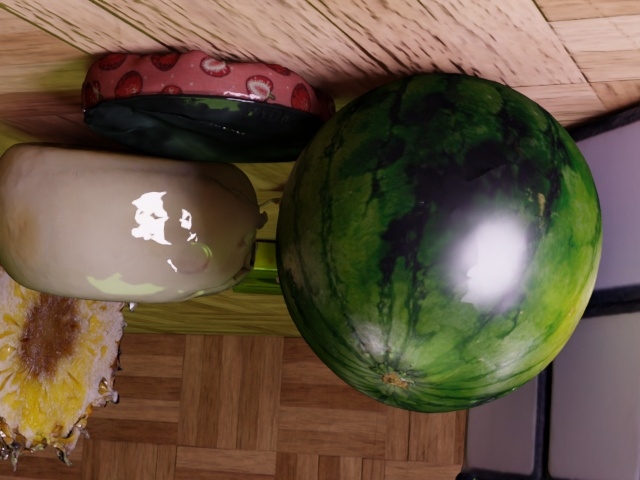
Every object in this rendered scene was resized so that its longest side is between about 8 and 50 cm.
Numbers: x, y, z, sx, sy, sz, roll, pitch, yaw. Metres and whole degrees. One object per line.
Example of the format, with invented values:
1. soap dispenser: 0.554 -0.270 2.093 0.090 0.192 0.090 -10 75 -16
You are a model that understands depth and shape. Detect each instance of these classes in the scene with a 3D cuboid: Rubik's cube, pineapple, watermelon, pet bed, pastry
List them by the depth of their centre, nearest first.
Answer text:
1. watermelon: 0.083 0.000 0.860 0.242 0.242 0.242 3 171 1
2. pet bed: -0.087 -0.097 0.912 0.201 0.054 0.201 2 171 0
3. Rubik's cube: 0.325 0.074 1.011 0.318 0.313 0.316 8 170 -21
4. pastry: -0.175 -0.019 1.076 0.264 0.133 0.265 2 -174 0
5. pineapple: -0.425 0.110 1.450 0.300 0.352 0.352 -5 169 23

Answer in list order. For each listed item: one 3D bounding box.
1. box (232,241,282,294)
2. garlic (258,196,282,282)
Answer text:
1. box: -0.047 0.049 1.846 0.187 0.047 0.335 4 172 -2
2. garlic: 0.006 -0.011 1.333 0.124 0.099 0.174 -19 169 15
